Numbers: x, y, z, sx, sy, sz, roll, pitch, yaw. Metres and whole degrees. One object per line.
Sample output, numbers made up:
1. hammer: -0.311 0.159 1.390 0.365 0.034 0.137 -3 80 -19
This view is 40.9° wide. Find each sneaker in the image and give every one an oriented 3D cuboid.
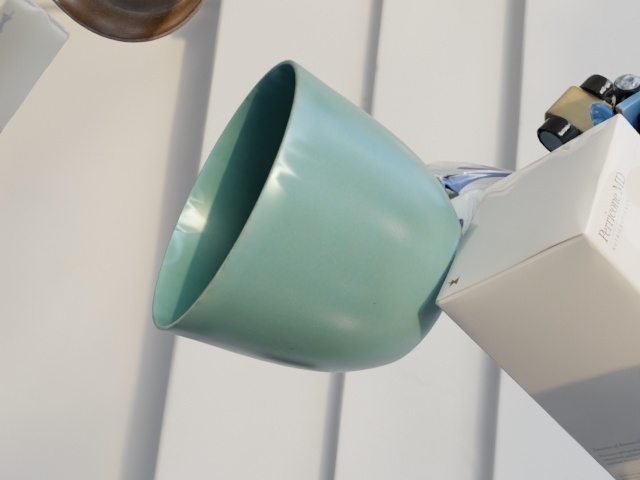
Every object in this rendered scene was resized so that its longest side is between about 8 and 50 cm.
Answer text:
1. sneaker: 0.173 -0.016 1.267 0.316 0.182 0.127 -10 18 -36

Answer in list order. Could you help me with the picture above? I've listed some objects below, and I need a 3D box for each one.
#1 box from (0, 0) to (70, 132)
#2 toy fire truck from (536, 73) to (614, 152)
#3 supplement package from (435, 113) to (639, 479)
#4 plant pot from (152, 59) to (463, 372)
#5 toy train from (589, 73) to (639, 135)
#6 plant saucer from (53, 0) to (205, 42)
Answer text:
1. box: -0.363 -0.210 0.736 0.232 0.126 0.148 35 0 4
2. toy fire truck: 0.419 -0.081 1.256 0.217 0.158 0.246 38 -12 28
3. supplement package: 0.285 0.067 0.801 0.293 0.177 0.175 43 -42 -14
4. plant pot: 0.000 0.000 0.880 0.235 0.292 0.293 26 -17 -20
5. toy train: 0.357 -0.097 0.937 0.105 0.080 0.184 47 -13 44
6. plant saucer: -0.238 -0.398 1.036 0.311 0.310 0.050 1 22 26
